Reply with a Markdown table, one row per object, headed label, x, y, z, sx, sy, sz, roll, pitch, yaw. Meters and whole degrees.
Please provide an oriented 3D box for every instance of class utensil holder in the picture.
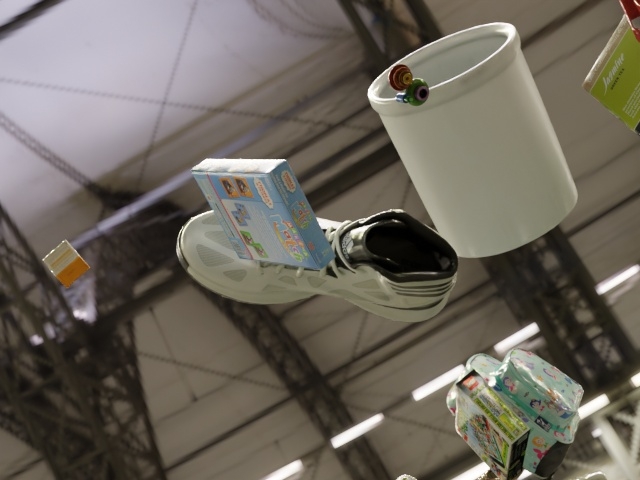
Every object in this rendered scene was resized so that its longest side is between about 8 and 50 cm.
| label | x | y | z | sx | sy | sz | roll | pitch | yaw |
| --- | --- | --- | --- | --- | --- | --- | --- | --- | --- |
| utensil holder | 0.321 | -0.202 | 2.406 | 0.327 | 0.385 | 0.327 | -23 | 20 | 9 |

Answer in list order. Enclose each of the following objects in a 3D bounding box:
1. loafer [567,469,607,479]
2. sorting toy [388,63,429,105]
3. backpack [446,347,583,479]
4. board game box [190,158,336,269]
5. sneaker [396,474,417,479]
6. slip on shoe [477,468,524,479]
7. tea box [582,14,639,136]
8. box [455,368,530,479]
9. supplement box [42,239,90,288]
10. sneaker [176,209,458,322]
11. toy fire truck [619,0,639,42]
| label | x | y | z | sx | sy | sz | roll | pitch | yaw |
| --- | --- | --- | --- | --- | --- | --- | --- | --- | --- |
| loafer | 0.446 | 0.437 | 1.943 | 0.319 | 0.111 | 0.112 | 12 | -3 | -7 |
| sorting toy | 0.165 | -0.276 | 2.111 | 0.102 | 0.042 | 0.061 | 31 | -94 | -32 |
| backpack | 0.382 | 0.322 | 2.275 | 0.191 | 0.253 | 0.225 | -65 | -13 | 16 |
| board game box | -0.084 | -0.040 | 1.645 | 0.039 | 0.160 | 0.211 | -39 | 25 | -26 |
| sneaker | 0.162 | 0.574 | 2.112 | 0.108 | 0.293 | 0.169 | 4 | 24 | 32 |
| slip on shoe | 0.393 | 0.496 | 2.496 | 0.135 | 0.051 | 0.041 | -17 | -37 | -33 |
| tea box | 0.723 | -0.260 | 2.124 | 0.329 | 0.323 | 0.220 | 18 | -66 | -27 |
| box | 0.240 | 0.266 | 1.639 | 0.036 | 0.114 | 0.207 | -37 | -25 | -12 |
| supplement box | -0.500 | 0.046 | 2.283 | 0.062 | 0.098 | 0.036 | -42 | -55 | -7 |
| sneaker | 0.001 | -0.001 | 1.782 | 0.447 | 0.169 | 0.257 | 9 | -20 | -2 |
| toy fire truck | 0.614 | -0.447 | 1.872 | 0.302 | 0.254 | 0.169 | -28 | -41 | 21 |
